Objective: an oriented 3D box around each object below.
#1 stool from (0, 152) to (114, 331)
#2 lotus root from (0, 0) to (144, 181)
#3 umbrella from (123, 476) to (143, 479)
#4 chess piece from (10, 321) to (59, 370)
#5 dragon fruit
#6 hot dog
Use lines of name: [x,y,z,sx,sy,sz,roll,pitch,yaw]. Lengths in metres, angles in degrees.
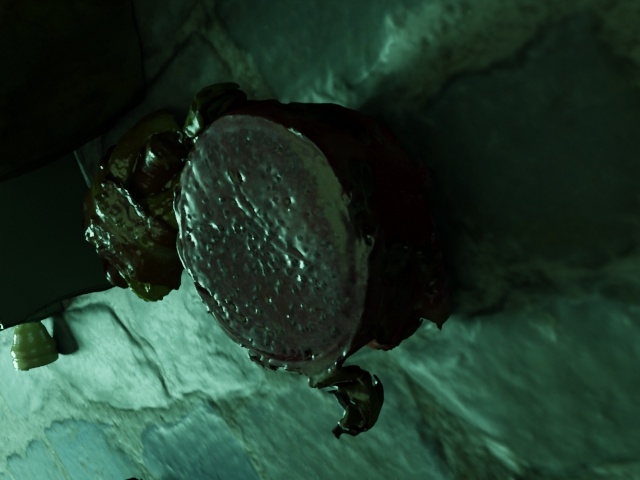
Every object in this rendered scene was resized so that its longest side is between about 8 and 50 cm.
stool: [-0.411,-0.019,1.113,0.243,0.170,0.270,-24,90,52]
lotus root: [-0.361,-0.164,0.860,0.250,0.346,0.250,23,129,32]
umbrella: [-0.178,0.401,1.152,0.248,0.071,0.071,32,130,26]
chess piece: [-0.427,0.123,1.284,0.066,0.066,0.122,3,107,48]
dragon fruit: [0.000,0.000,0.696,0.211,0.147,0.282,-27,90,42]
hot dog: [-0.182,-0.029,0.901,0.146,0.103,0.213,46,136,24]
